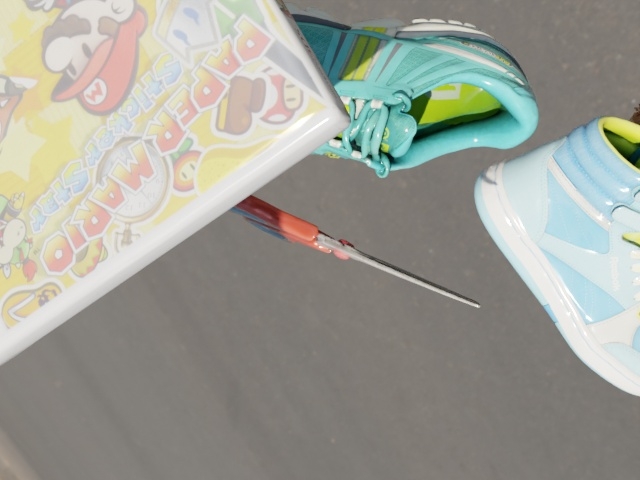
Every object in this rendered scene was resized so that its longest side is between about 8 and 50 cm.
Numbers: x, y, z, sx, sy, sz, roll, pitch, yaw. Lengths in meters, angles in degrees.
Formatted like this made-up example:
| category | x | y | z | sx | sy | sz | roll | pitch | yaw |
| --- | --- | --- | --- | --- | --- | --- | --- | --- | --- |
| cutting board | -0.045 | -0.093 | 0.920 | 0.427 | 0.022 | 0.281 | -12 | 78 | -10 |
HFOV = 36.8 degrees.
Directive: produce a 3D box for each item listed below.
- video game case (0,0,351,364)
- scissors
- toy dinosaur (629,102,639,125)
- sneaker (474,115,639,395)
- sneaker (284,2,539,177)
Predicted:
| category | x | y | z | sx | sy | sz | roll | pitch | yaw |
| --- | --- | --- | --- | --- | --- | --- | --- | --- | --- |
| video game case | -0.127 | -0.081 | 0.472 | 0.206 | 0.227 | 0.026 | 61 | -164 | 12 |
| scissors | 0.000 | 0.000 | 0.822 | 0.109 | 0.021 | 0.297 | 34 | 172 | -40 |
| toy dinosaur | 0.456 | -0.089 | 1.221 | 0.218 | 0.164 | 0.321 | -8 | 94 | 34 |
| sneaker | 0.328 | 0.013 | 0.992 | 0.208 | 0.127 | 0.319 | -34 | 104 | 36 |
| sneaker | 0.019 | -0.097 | 0.656 | 0.110 | 0.275 | 0.107 | -113 | 20 | -49 |
